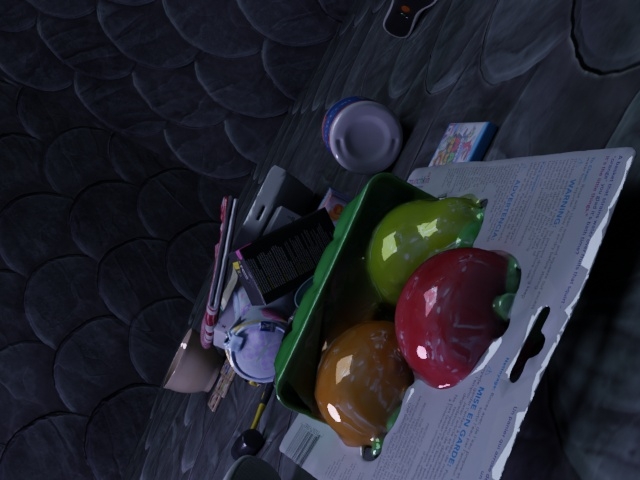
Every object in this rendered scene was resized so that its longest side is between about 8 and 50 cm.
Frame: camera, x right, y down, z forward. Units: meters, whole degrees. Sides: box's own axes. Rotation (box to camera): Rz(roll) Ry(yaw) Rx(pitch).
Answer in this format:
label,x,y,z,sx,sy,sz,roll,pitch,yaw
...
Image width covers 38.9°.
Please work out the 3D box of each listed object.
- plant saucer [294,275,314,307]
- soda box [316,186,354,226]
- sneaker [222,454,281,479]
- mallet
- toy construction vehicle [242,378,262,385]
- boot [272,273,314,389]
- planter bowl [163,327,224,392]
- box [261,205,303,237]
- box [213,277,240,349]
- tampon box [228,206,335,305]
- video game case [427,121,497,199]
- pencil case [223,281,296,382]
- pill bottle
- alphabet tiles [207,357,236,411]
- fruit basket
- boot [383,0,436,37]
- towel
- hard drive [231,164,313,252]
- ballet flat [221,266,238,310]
label,x,y,z,sx,sy,sz,roll,pitch,yaw
plant saucer,0.022,0.074,1.292,0.119,0.021,0.119,-18,26,9
soda box,0.000,0.000,1.633,0.183,0.058,0.063,-60,10,14
sneaker,-0.122,0.396,1.134,0.151,0.094,0.256,-51,18,30
mallet,-0.095,0.276,1.501,0.062,0.039,0.189,-52,11,53
toy construction vehicle,-0.112,0.232,1.703,0.086,0.035,0.098,-63,3,-7
boot,-0.028,0.173,1.336,0.246,0.083,0.161,-70,3,-59
planter bowl,-0.308,0.314,2.263,0.162,0.109,0.162,-60,11,20
box,-0.063,-0.003,1.832,0.102,0.101,0.087,-64,9,-5
box,-0.149,0.156,1.828,0.170,0.091,0.130,115,179,-73
tampon box,-0.054,0.029,1.492,0.161,0.101,0.120,-26,2,-16
video game case,0.166,-0.095,1.151,0.119,0.015,0.166,-63,10,2
pencil case,-0.102,0.147,1.597,0.273,0.124,0.113,-94,10,-73
pill bottle,0.066,-0.188,1.582,0.124,0.124,0.221,-62,10,7
alphabet tiles,-0.203,0.280,2.102,0.237,0.009,0.198,-65,10,-8
fruit basket,0.101,0.078,0.781,0.353,0.165,0.327,8,72,63
boot,0.213,-0.552,1.870,0.176,0.088,0.244,-66,7,-23
towel,-0.207,0.070,1.825,0.329,0.037,0.237,114,165,-70
hard drive,-0.099,-0.045,1.992,0.203,0.040,0.307,-64,-11,0
ballet flat,-0.188,0.097,2.331,0.086,0.086,0.248,-55,15,40
